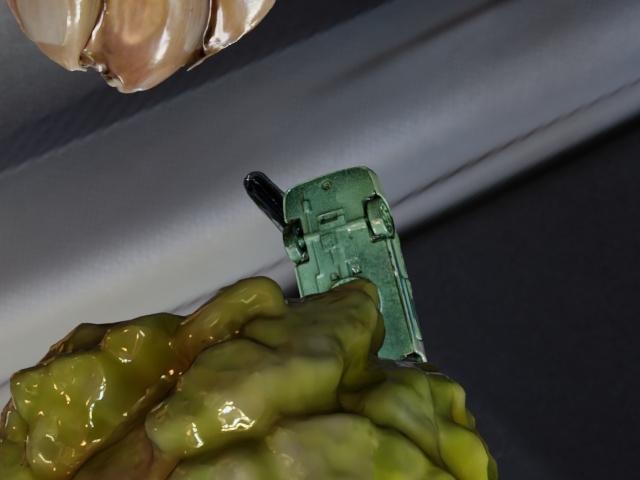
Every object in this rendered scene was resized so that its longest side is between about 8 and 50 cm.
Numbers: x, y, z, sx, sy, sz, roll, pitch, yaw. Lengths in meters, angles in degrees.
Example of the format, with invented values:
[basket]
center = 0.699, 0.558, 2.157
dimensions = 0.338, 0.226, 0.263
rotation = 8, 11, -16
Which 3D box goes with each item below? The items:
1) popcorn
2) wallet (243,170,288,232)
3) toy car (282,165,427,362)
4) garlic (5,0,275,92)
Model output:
[popcorn]
center = -0.037, 0.124, 0.515
dimensions = 0.259, 0.259, 0.212
rotation = 101, 162, -76
[wallet]
center = 0.000, 0.000, 1.728
dimensions = 0.191, 0.046, 0.379
rotation = 42, -178, 11
[toy car]
center = 0.034, 0.052, 1.056
dimensions = 0.076, 0.090, 0.224
rotation = 20, -124, -71
[garlic]
center = -0.149, -0.225, 1.001
dimensions = 0.160, 0.214, 0.191
rotation = 42, 135, 44
